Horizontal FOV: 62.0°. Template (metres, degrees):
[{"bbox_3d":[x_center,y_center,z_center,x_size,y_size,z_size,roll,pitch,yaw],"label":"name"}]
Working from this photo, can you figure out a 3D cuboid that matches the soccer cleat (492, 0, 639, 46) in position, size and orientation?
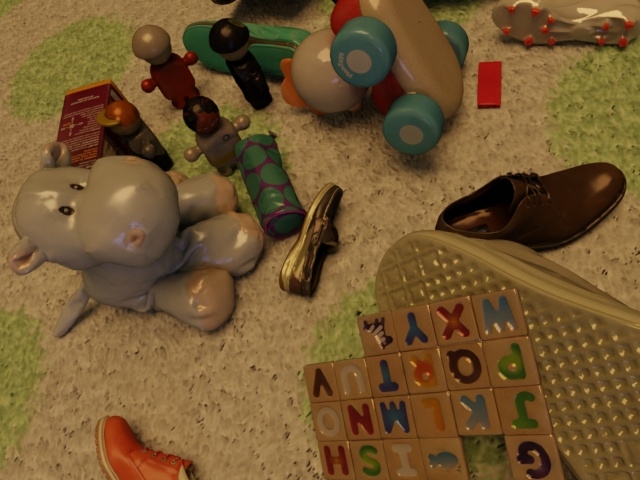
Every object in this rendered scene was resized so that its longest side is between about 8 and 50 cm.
[{"bbox_3d":[0.342,-0.314,0.743,0.196,0.068,0.076,12,60,14],"label":"soccer cleat"}]

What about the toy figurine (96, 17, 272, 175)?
[{"bbox_3d":[-0.194,-0.210,0.783,0.213,0.148,0.209,7,63,19],"label":"toy figurine"}]

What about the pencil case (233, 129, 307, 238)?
[{"bbox_3d":[-0.067,-0.076,0.719,0.064,0.070,0.151,-43,53,30],"label":"pencil case"}]

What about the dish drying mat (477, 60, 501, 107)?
[{"bbox_3d":[0.237,-0.219,0.748,0.032,0.008,0.083,2,61,16],"label":"dish drying mat"}]

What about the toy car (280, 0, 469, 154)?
[{"bbox_3d":[0.051,-0.226,0.733,0.238,0.210,0.219,-15,39,41],"label":"toy car"}]

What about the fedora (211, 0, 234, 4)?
[{"bbox_3d":[-0.066,-0.496,0.896,0.124,0.243,0.275,29,60,-3],"label":"fedora"}]

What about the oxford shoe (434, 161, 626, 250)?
[{"bbox_3d":[0.237,-0.038,0.595,0.227,0.096,0.082,-23,56,0],"label":"oxford shoe"}]

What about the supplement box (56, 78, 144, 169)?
[{"bbox_3d":[-0.332,-0.134,0.805,0.081,0.104,0.188,-13,59,9],"label":"supplement box"}]

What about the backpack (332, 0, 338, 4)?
[{"bbox_3d":[0.150,-0.526,0.841,0.277,0.213,0.263,-1,51,19],"label":"backpack"}]

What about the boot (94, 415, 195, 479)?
[{"bbox_3d":[-0.184,0.246,0.578,0.085,0.059,0.158,-34,66,-8],"label":"boot"}]

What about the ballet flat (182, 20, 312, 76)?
[{"bbox_3d":[-0.107,-0.316,0.870,0.247,0.083,0.087,18,43,24],"label":"ballet flat"}]

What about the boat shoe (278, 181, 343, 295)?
[{"bbox_3d":[0.000,0.000,0.668,0.049,0.056,0.152,19,78,19],"label":"boat shoe"}]

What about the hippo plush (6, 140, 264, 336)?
[{"bbox_3d":[-0.235,-0.030,0.640,0.294,0.236,0.234,-2,61,14],"label":"hippo plush"}]

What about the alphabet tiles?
[{"bbox_3d":[0.087,0.162,0.492,0.237,0.009,0.198,-17,81,34],"label":"alphabet tiles"}]

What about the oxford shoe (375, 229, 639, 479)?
[{"bbox_3d":[0.245,0.121,0.457,0.449,0.130,0.169,35,113,36],"label":"oxford shoe"}]
